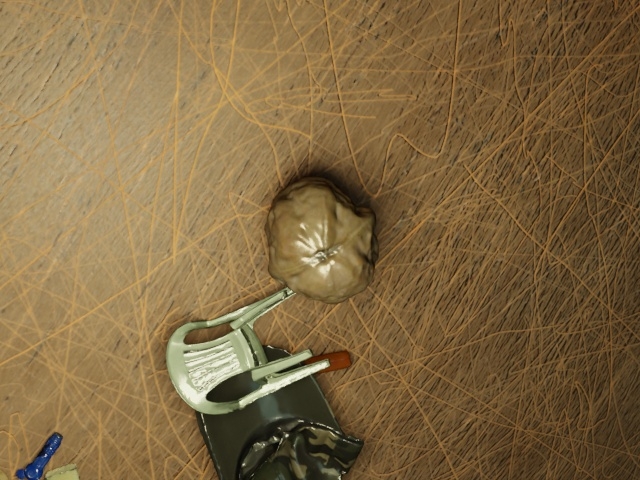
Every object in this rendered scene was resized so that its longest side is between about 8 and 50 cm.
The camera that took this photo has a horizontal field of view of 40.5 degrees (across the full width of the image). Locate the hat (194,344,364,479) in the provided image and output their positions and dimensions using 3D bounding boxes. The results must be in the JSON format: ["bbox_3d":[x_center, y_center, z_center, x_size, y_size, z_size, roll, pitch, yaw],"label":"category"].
[{"bbox_3d":[-0.122,0.440,1.924,0.366,0.257,0.382,-23,75,-20],"label":"hat"}]

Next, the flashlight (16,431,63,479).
[{"bbox_3d":[-0.575,0.452,1.800,0.057,0.035,0.121,34,88,-1],"label":"flashlight"}]

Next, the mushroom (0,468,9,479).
[{"bbox_3d":[-0.713,0.574,1.754,0.108,0.096,0.247,19,97,1],"label":"mushroom"}]

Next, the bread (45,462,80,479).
[{"bbox_3d":[-0.535,0.549,1.847,0.068,0.028,0.154,-15,112,-15],"label":"bread"}]

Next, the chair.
[{"bbox_3d":[-0.152,0.222,1.768,0.274,0.190,0.203,-27,78,7],"label":"chair"}]

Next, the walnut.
[{"bbox_3d":[0.002,0.002,1.753,0.273,0.273,0.227,29,100,-26],"label":"walnut"}]

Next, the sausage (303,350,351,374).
[{"bbox_3d":[0.005,0.278,1.958,0.131,0.039,0.041,-9,111,-19],"label":"sausage"}]
